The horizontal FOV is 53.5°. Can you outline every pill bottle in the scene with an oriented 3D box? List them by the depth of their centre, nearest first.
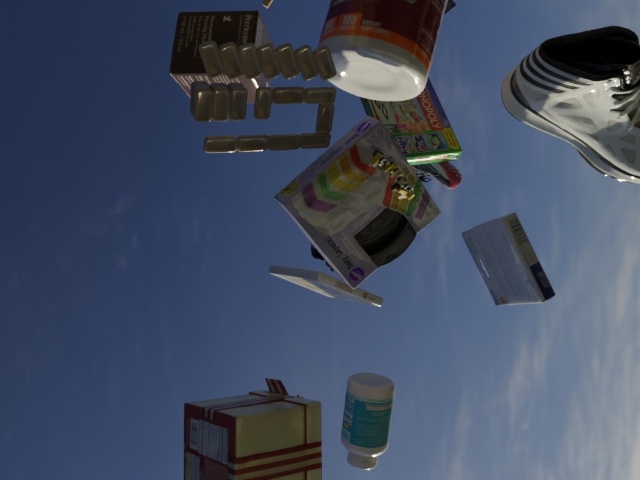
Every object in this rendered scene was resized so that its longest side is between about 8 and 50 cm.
[{"bbox_3d":[0.142,-0.496,1.244,0.224,0.224,0.391,25,-103,-50],"label":"pill bottle"},{"bbox_3d":[0.139,0.544,1.911,0.146,0.146,0.263,-3,-79,-53],"label":"pill bottle"}]

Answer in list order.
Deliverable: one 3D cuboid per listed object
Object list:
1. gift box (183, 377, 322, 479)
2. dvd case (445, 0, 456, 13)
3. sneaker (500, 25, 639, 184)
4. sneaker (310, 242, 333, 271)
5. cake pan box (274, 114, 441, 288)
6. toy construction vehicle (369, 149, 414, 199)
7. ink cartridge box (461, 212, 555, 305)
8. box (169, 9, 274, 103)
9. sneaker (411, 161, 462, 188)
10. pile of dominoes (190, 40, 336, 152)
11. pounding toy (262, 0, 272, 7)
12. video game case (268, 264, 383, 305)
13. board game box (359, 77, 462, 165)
[{"bbox_3d":[-0.149,0.454,1.417,0.258,0.276,0.254,3,-91,-39],"label":"gift box"},{"bbox_3d":[0.222,-0.649,1.549,0.253,0.022,0.180,51,-136,-8],"label":"dvd case"},{"bbox_3d":[0.582,-0.245,1.200,0.257,0.448,0.169,104,-169,-83],"label":"sneaker"},{"bbox_3d":[0.000,0.000,1.610,0.087,0.221,0.083,-46,-48,-2],"label":"sneaker"},{"bbox_3d":[0.080,-0.067,1.249,0.246,0.070,0.266,-39,-59,-2],"label":"cake pan box"},{"bbox_3d":[0.130,-0.115,1.150,0.085,0.035,0.098,54,-162,21],"label":"toy construction vehicle"},{"bbox_3d":[0.461,0.053,1.575,0.045,0.224,0.223,-25,-91,-16],"label":"ink cartridge box"},{"bbox_3d":[-0.237,-0.448,1.562,0.167,0.203,0.168,54,-140,-73],"label":"box"},{"bbox_3d":[0.293,-0.218,1.884,0.121,0.299,0.112,17,-76,-44],"label":"sneaker"},{"bbox_3d":[-0.094,-0.250,1.092,0.251,0.040,0.195,-6,-53,-21],"label":"pile of dominoes"},{"bbox_3d":[-0.146,-0.674,1.501,0.183,0.237,0.110,-45,-47,3],"label":"pounding toy"},{"bbox_3d":[0.010,0.112,1.584,0.206,0.227,0.026,24,-102,-33],"label":"video game case"},{"bbox_3d":[0.239,-0.350,1.769,0.214,0.046,0.317,-9,-118,-16],"label":"board game box"}]
